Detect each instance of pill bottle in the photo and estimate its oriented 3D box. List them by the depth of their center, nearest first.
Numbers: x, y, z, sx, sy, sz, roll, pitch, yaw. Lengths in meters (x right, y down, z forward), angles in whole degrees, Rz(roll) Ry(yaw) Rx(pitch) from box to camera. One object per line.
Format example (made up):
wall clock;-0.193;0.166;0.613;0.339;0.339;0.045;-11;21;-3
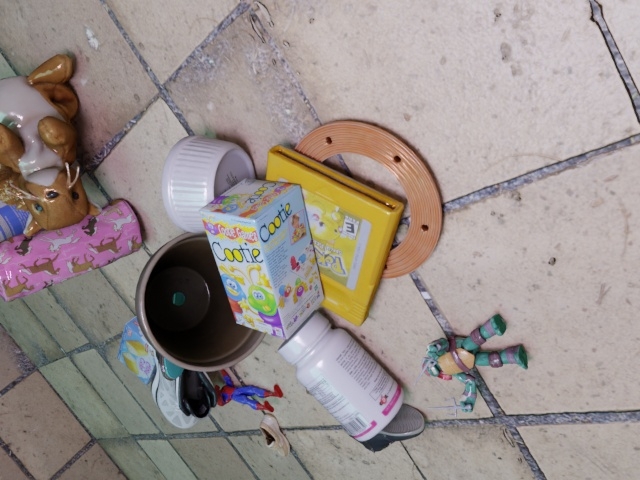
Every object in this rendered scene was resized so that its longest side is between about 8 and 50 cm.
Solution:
pill bottle;0.045;0.310;1.198;0.283;0.160;0.160;46;135;1
pill bottle;-0.910;-0.081;1.543;0.152;0.272;0.152;18;128;25

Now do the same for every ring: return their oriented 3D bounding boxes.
ring;0.078;-0.072;1.000;0.336;0.032;0.336;20;130;25

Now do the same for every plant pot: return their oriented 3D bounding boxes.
plant pot;-0.316;0.148;1.279;0.280;0.323;0.323;-12;113;58

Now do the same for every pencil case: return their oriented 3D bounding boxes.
pencil case;-0.679;0.020;1.362;0.167;0.386;0.160;6;117;50

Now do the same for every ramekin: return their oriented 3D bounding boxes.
ramekin;-0.222;-0.114;1.073;0.109;0.207;0.207;7;124;22

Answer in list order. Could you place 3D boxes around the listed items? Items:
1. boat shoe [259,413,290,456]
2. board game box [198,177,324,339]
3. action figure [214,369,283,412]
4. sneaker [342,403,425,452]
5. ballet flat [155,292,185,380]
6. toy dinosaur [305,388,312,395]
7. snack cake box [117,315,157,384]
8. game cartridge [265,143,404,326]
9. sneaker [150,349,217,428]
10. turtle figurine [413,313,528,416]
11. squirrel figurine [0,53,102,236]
boat shoe;-0.153;0.635;1.641;0.063;0.059;0.170;-7;115;39
board game box;-0.109;0.034;1.024;0.142;0.144;0.275;11;127;33
action figure;-0.261;0.447;1.569;0.280;0.091;0.139;-11;119;39
sneaker;0.177;0.476;1.291;0.222;0.083;0.118;-14;130;34
ballet flat;-0.428;0.259;1.470;0.096;0.280;0.095;-13;154;33
toy dinosaur;-0.016;0.357;1.345;0.112;0.064;0.211;20;129;26
snack cake box;-0.599;0.371;1.762;0.152;0.089;0.264;40;135;7
game cartridge;0.000;0.000;1.049;0.285;0.053;0.323;28;133;19
sneaker;-0.425;0.500;1.600;0.257;0.169;0.447;51;146;46
turtle figurine;0.274;0.240;1.015;0.234;0.118;0.175;-35;111;30
squirrel figurine;-0.705;-0.198;1.301;0.397;0.281;0.370;-21;95;61
